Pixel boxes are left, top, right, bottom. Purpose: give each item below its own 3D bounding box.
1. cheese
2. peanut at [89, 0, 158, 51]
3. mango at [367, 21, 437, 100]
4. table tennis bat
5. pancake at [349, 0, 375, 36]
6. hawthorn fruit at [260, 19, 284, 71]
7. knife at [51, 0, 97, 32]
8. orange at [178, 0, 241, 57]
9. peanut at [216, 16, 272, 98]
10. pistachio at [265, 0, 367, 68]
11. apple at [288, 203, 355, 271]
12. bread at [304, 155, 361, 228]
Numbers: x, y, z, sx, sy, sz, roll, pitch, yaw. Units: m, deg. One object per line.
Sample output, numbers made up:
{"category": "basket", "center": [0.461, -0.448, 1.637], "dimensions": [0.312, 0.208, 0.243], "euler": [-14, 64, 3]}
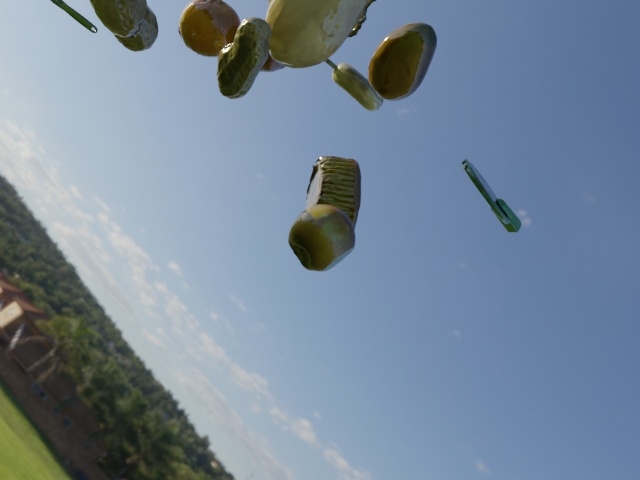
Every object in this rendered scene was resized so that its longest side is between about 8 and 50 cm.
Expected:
{"category": "cheese", "center": [0.075, -0.481, 1.947], "dimensions": [0.249, 0.071, 0.163], "euler": [35, 11, -32]}
{"category": "peanut", "center": [-0.556, -0.641, 1.879], "dimensions": [0.143, 0.159, 0.291], "euler": [10, -19, 9]}
{"category": "mango", "center": [0.207, -0.462, 1.708], "dimensions": [0.120, 0.152, 0.221], "euler": [-101, -155, -43]}
{"category": "table tennis bat", "center": [0.374, -0.085, 1.428], "dimensions": [0.257, 0.039, 0.160], "euler": [38, 24, -46]}
{"category": "pancake", "center": [0.120, -0.681, 1.777], "dimensions": [0.286, 0.288, 0.033], "euler": [29, 11, 39]}
{"category": "hawthorn fruit", "center": [-0.184, -0.676, 2.284], "dimensions": [0.185, 0.185, 0.202], "euler": [50, 6, 1]}
{"category": "knife", "center": [-0.643, -0.588, 1.688], "dimensions": [0.184, 0.022, 0.026], "euler": [35, 12, -44]}
{"category": "orange", "center": [-0.381, -0.739, 2.299], "dimensions": [0.219, 0.219, 0.193], "euler": [43, -31, 18]}
{"category": "peanut", "center": [-0.162, -0.384, 1.394], "dimensions": [0.093, 0.083, 0.194], "euler": [49, -51, 21]}
{"category": "pistachio", "center": [-0.006, -0.546, 1.542], "dimensions": [0.214, 0.318, 0.193], "euler": [49, 18, -2]}
{"category": "apple", "center": [-0.004, -0.005, 1.571], "dimensions": [0.146, 0.147, 0.163], "euler": [49, -42, 5]}
{"category": "bread", "center": [0.032, -0.109, 1.865], "dimensions": [0.142, 0.253, 0.227], "euler": [11, -36, -4]}
